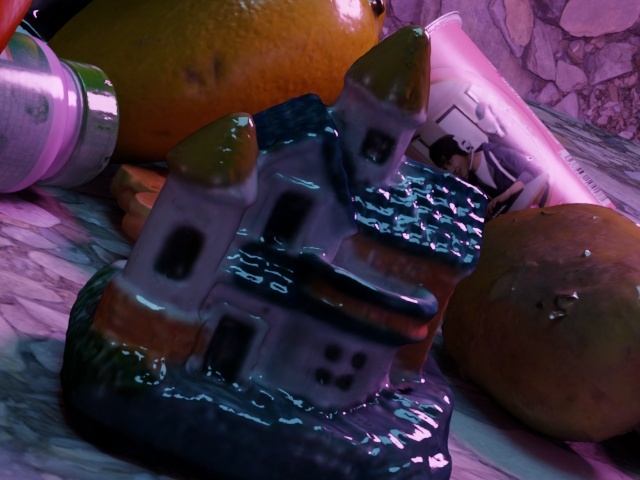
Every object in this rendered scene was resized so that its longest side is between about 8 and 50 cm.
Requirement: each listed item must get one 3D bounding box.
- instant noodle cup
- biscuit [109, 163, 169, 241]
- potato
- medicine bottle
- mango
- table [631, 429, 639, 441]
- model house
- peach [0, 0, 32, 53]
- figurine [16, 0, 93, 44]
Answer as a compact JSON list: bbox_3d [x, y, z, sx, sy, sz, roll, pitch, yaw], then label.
[{"bbox_3d":[0.142,-0.055,1.517,0.255,0.244,0.244,45,17,7],"label":"instant noodle cup"},{"bbox_3d":[-0.049,0.002,1.357,0.269,0.051,0.376,25,10,16],"label":"biscuit"},{"bbox_3d":[0.198,0.057,1.288,0.141,0.191,0.296,51,-9,-28],"label":"potato"},{"bbox_3d":[-0.291,-0.108,1.216,0.274,0.133,0.133,9,20,-48],"label":"medicine bottle"},{"bbox_3d":[-0.105,-0.186,1.441,0.365,0.182,0.253,-24,33,-22],"label":"mango"},{"bbox_3d":[0.299,0.107,1.377,0.126,0.126,0.220,17,15,-25],"label":"table"},{"bbox_3d":[0.000,0.000,0.973,0.253,0.291,0.184,21,9,-11],"label":"model house"},{"bbox_3d":[-0.320,-0.189,0.955,0.306,0.242,0.380,-21,38,-16],"label":"peach"},{"bbox_3d":[-0.366,-0.274,1.508,0.412,0.306,0.241,33,-30,-21],"label":"figurine"}]
